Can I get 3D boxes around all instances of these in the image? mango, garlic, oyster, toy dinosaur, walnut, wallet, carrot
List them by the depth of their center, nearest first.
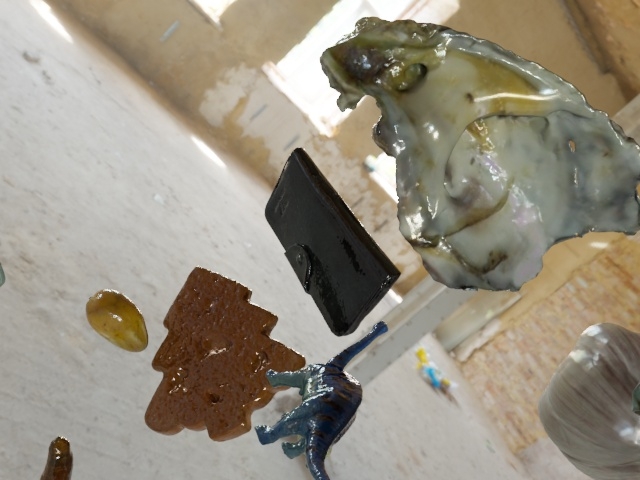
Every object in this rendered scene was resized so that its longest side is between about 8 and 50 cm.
[{"bbox_3d":[0.148,-0.076,0.557,0.100,0.275,0.271,-118,-161,-78],"label":"oyster"},{"bbox_3d":[-0.215,0.089,0.649,0.046,0.060,0.089,-57,134,-38],"label":"mango"},{"bbox_3d":[-0.004,0.192,0.691,0.076,0.144,0.329,64,20,-12],"label":"toy dinosaur"},{"bbox_3d":[-0.384,0.386,0.871,0.059,0.248,0.059,10,11,-2],"label":"carrot"},{"bbox_3d":[0.000,0.000,1.034,0.045,0.172,0.318,0,45,-42],"label":"wallet"},{"bbox_3d":[0.136,-0.182,1.054,0.096,0.079,0.082,39,-17,22],"label":"walnut"},{"bbox_3d":[0.581,0.327,1.173,0.317,0.317,0.259,40,12,-31],"label":"garlic"}]

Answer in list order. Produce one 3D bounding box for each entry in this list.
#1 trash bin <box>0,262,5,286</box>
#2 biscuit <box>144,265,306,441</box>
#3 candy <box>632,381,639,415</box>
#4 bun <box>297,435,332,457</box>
[{"bbox_3d":[-0.533,0.003,0.901,0.130,0.059,0.116,47,-32,18],"label":"trash bin"},{"bbox_3d":[-0.172,0.177,1.011,0.043,0.284,0.306,52,18,-58],"label":"biscuit"},{"bbox_3d":[0.487,0.248,0.674,0.059,0.086,0.292,16,9,-43],"label":"candy"},{"bbox_3d":[-0.006,0.428,1.313,0.086,0.055,0.086,16,49,-19],"label":"bun"}]
